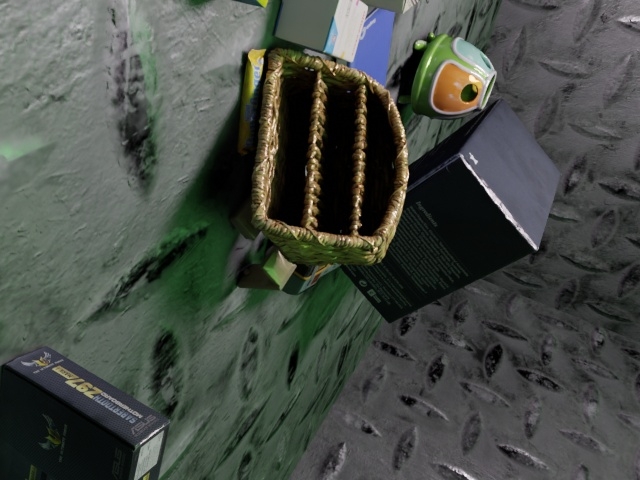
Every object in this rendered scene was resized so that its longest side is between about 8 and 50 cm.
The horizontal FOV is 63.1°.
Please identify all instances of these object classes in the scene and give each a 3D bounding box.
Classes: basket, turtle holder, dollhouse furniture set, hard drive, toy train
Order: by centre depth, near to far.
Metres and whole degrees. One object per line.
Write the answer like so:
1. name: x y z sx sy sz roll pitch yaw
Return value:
1. basket: 0.030 -0.122 0.820 0.223 0.214 0.299 60 34 -70
2. dollhouse furniture set: -0.119 -0.014 0.954 0.151 0.123 0.144 52 55 -30
3. hard drive: 0.092 -0.352 1.131 0.210 0.040 0.318 -54 158 -36
4. toy train: 0.000 0.000 1.161 0.190 0.142 0.334 -60 167 19
5. turtle holder: 0.392 -0.467 1.551 0.243 0.228 0.320 -70 162 6

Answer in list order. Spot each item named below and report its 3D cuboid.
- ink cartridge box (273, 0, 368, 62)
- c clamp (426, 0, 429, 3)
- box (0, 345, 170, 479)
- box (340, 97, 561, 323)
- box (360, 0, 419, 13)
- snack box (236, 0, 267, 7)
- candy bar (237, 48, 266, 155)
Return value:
1. ink cartridge box: 0.007 -0.341 0.816 0.143 0.090 0.092 -25 135 -66
2. c clamp: 0.278 -0.698 1.291 0.160 0.022 0.137 -67 157 5
3. box: -0.274 0.260 0.579 0.059 0.183 0.232 -26 136 -63
4. box: 0.346 -0.086 1.438 0.472 0.297 0.480 -38 -175 41
5. box: 0.173 -0.541 1.024 0.275 0.113 0.094 -49 156 -41
6. snack box: -0.085 -0.383 0.536 0.174 0.070 0.207 4 106 -71
7. candy bar: -0.104 -0.205 0.780 0.040 0.018 0.161 -40 147 -54
